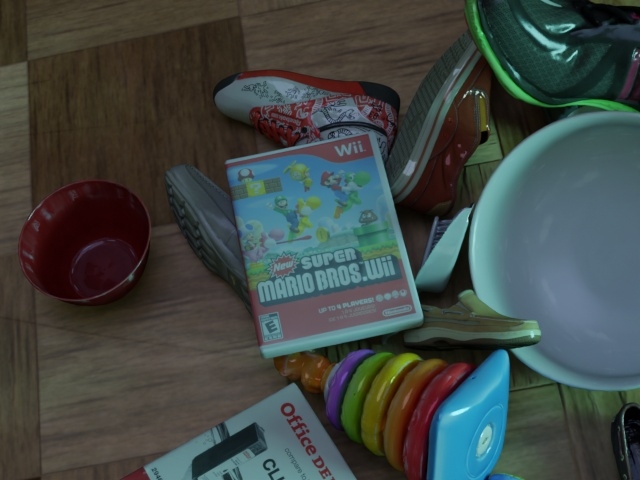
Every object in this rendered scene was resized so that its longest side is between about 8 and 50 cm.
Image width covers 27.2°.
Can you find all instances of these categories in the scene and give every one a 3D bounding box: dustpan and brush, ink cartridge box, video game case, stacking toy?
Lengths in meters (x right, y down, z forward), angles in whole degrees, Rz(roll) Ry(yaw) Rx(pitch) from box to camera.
[{"bbox_3d":[0.136,0.043,1.698,0.060,0.147,0.211,18,93,4],"label":"dustpan and brush"},{"bbox_3d":[-0.092,0.325,1.559,0.272,0.114,0.197,-28,61,-13],"label":"ink cartridge box"},{"bbox_3d":[0.000,0.000,1.671,0.204,0.025,0.285,-12,59,-2],"label":"video game case"},{"bbox_3d":[0.067,0.189,1.596,0.301,0.166,0.175,19,35,28],"label":"stacking toy"}]

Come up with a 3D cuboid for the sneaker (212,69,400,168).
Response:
[{"bbox_3d":[-0.030,-0.150,1.829,0.270,0.090,0.145,5,61,10],"label":"sneaker"}]

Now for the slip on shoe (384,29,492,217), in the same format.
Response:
[{"bbox_3d":[0.185,-0.172,1.803,0.101,0.123,0.331,32,64,-15],"label":"slip on shoe"}]

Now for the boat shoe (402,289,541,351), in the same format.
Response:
[{"bbox_3d":[0.179,0.095,1.599,0.190,0.068,0.072,-4,76,37],"label":"boat shoe"}]

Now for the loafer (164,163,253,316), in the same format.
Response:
[{"bbox_3d":[-0.092,0.006,1.755,0.111,0.112,0.319,-32,64,-21],"label":"loafer"}]

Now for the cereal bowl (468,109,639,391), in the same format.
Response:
[{"bbox_3d":[0.362,0.014,1.612,0.339,0.141,0.339,-2,87,29],"label":"cereal bowl"}]

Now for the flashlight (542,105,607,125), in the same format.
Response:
[{"bbox_3d":[0.327,-0.279,1.838,0.103,0.103,0.304,-16,56,7],"label":"flashlight"}]

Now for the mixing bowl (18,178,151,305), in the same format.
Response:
[{"bbox_3d":[-0.305,0.019,1.782,0.181,0.098,0.181,-4,62,7],"label":"mixing bowl"}]

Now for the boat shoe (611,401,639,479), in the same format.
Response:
[{"bbox_3d":[0.386,0.289,1.535,0.073,0.073,0.207,-18,62,-1],"label":"boat shoe"}]

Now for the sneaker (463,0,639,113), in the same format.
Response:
[{"bbox_3d":[0.392,-0.241,1.633,0.482,0.202,0.185,17,56,-22],"label":"sneaker"}]

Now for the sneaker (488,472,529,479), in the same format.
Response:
[{"bbox_3d":[0.276,0.334,1.542,0.188,0.067,0.078,19,88,17],"label":"sneaker"}]
